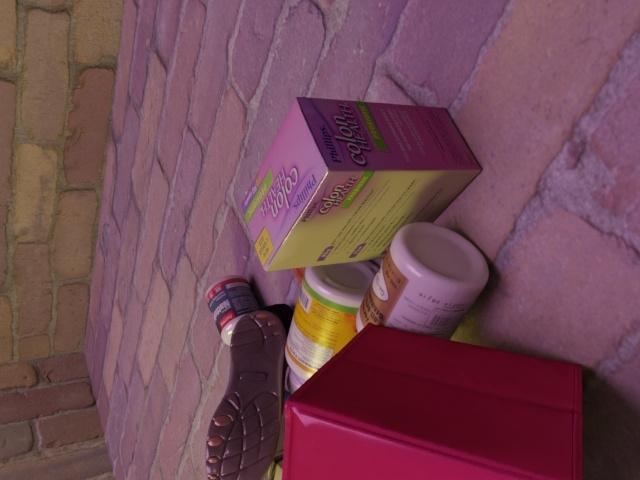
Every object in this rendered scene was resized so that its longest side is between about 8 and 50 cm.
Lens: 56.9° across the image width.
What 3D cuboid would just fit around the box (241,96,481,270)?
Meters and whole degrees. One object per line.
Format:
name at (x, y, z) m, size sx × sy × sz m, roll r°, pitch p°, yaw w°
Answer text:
box at (0.048, -0.072, 0.807) m, size 0.214 × 0.242 × 0.117 m, roll -54°, pitch 50°, yaw 47°

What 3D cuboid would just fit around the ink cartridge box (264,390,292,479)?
ink cartridge box at (-0.039, 0.491, 1.088) m, size 0.394 × 0.166 × 0.286 m, roll 16°, pitch 107°, yaw 56°

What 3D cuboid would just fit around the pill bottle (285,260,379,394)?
pill bottle at (0.017, 0.154, 0.983) m, size 0.136 × 0.136 × 0.246 m, roll 47°, pitch 132°, yaw 44°

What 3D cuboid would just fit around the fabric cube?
fabric cube at (0.122, 0.263, 0.629) m, size 0.258 × 0.259 × 0.254 m, roll 10°, pitch 105°, yaw 21°

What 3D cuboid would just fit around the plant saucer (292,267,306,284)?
plant saucer at (0.000, 0.000, 1.085) m, size 0.200 × 0.037 × 0.200 m, roll 10°, pitch 102°, yaw 56°

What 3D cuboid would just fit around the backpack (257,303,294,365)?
backpack at (-0.091, 0.196, 1.198) m, size 0.120 × 0.097 × 0.101 m, roll 60°, pitch 144°, yaw 33°

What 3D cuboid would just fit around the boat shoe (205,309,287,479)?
boat shoe at (-0.113, 0.289, 1.029) m, size 0.116 × 0.123 × 0.325 m, roll 77°, pitch -157°, yaw -62°

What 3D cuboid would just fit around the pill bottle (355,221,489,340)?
pill bottle at (0.122, 0.100, 0.813) m, size 0.131 × 0.131 × 0.229 m, roll 56°, pitch 137°, yaw 38°

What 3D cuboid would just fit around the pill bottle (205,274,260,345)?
pill bottle at (-0.183, 0.177, 1.333) m, size 0.180 × 0.107 × 0.108 m, roll 58°, pitch 139°, yaw 35°
